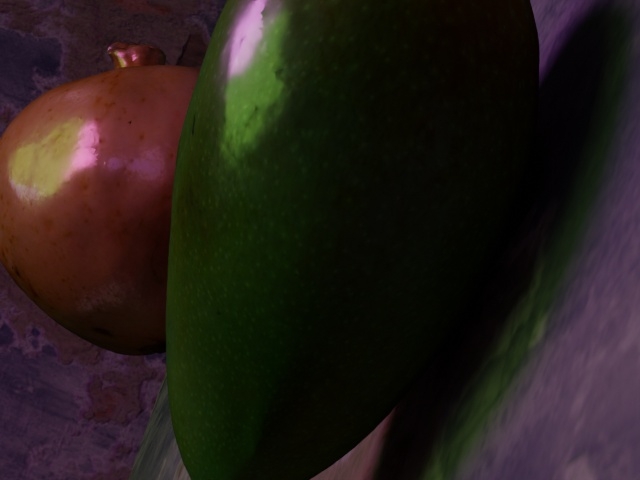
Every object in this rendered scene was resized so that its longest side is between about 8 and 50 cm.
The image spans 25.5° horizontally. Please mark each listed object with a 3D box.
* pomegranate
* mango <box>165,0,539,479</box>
[{"bbox_3d":[-0.217,-0.058,1.756,0.411,0.411,0.411,-159,90,-82],"label":"pomegranate"},{"bbox_3d":[0.006,-0.017,0.829,0.225,0.201,0.382,-128,57,-70],"label":"mango"}]
